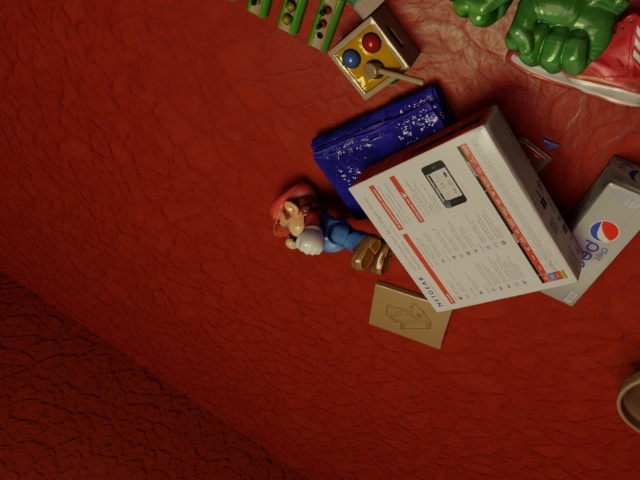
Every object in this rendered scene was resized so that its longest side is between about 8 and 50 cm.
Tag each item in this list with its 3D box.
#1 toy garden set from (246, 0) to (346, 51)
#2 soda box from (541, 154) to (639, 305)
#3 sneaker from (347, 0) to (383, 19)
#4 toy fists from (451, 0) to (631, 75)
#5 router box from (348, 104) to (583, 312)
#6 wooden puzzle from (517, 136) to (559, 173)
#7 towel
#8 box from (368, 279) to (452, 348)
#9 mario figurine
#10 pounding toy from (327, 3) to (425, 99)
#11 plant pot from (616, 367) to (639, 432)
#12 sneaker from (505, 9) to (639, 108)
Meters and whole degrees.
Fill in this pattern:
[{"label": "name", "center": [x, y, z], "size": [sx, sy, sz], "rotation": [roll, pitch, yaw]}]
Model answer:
[{"label": "toy garden set", "center": [-0.068, -0.474, 0.961], "size": [0.244, 0.049, 0.204], "rotation": [30, 137, 3]}, {"label": "soda box", "center": [0.505, -0.010, 1.015], "size": [0.091, 0.098, 0.286], "rotation": [26, 136, 10]}, {"label": "sneaker", "center": [0.119, -0.473, 0.812], "size": [0.121, 0.108, 0.302], "rotation": [40, 138, -15]}, {"label": "toy fists", "center": [0.291, -0.352, 0.789], "size": [0.279, 0.096, 0.142], "rotation": [40, 127, 8]}, {"label": "router box", "center": [0.265, -0.037, 1.016], "size": [0.301, 0.082, 0.335], "rotation": [-21, 113, 43]}, {"label": "wooden puzzle", "center": [0.383, -0.150, 1.020], "size": [0.078, 0.014, 0.116], "rotation": [29, 136, 3]}, {"label": "towel", "center": [0.144, -0.157, 1.106], "size": [0.308, 0.076, 0.228], "rotation": [-15, 119, 39]}, {"label": "box", "center": [0.229, 0.193, 1.413], "size": [0.201, 0.021, 0.164], "rotation": [18, 135, 16]}, {"label": "mario figurine", "center": [0.000, 0.000, 1.224], "size": [0.320, 0.170, 0.198], "rotation": [29, 151, 37]}, {"label": "pounding toy", "center": [0.107, -0.319, 0.963], "size": [0.130, 0.100, 0.141], "rotation": [-27, 112, 43]}, {"label": "plant pot", "center": [0.767, 0.326, 1.159], "size": [0.237, 0.110, 0.237], "rotation": [17, 134, 18]}, {"label": "sneaker", "center": [0.413, -0.299, 0.843], "size": [0.221, 0.087, 0.128], "rotation": [23, 118, 13]}]
